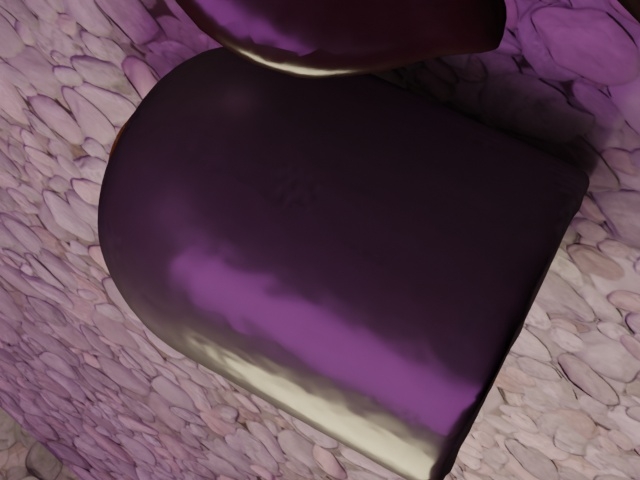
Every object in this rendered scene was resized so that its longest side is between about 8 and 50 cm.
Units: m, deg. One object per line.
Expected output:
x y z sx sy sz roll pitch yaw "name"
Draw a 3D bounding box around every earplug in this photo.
0.000 0.000 1.449 0.394 0.312 0.312 26 153 7 "earplug"

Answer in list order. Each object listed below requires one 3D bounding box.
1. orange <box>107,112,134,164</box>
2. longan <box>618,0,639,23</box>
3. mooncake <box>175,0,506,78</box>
-0.123 -0.054 1.705 0.219 0.193 0.219 44 169 10 "orange"
0.290 -0.202 0.721 0.391 0.391 0.391 28 153 16 "longan"
0.034 -0.276 1.030 0.334 0.174 0.325 -10 113 8 "mooncake"
